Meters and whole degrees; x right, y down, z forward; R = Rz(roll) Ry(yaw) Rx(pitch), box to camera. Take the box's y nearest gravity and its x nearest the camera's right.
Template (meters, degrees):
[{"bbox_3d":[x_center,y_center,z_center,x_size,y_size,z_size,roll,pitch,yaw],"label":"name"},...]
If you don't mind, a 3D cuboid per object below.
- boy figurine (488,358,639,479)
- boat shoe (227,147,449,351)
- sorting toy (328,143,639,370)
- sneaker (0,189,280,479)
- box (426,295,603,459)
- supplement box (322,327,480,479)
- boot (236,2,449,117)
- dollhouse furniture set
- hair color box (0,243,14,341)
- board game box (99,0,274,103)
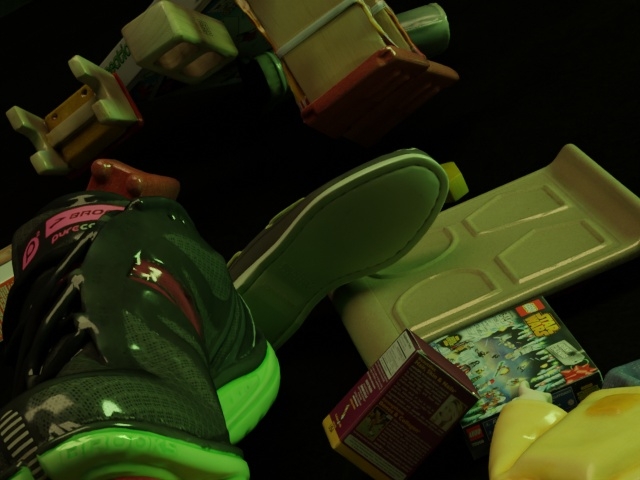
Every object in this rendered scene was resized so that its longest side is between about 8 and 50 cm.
[{"bbox_3d":[0.158,0.111,0.971,0.285,0.092,0.177,-31,24,-30],"label":"boy figurine"},{"bbox_3d":[0.000,0.000,1.336,0.227,0.081,0.069,-39,24,17],"label":"boat shoe"},{"bbox_3d":[0.114,0.003,1.364,0.229,0.041,0.307,-27,20,-1],"label":"sorting toy"},{"bbox_3d":[-0.143,0.077,1.088,0.185,0.202,0.483,-24,5,4],"label":"sneaker"},{"bbox_3d":[0.124,0.087,1.151,0.094,0.027,0.137,-22,20,-2],"label":"box"},{"bbox_3d":[0.049,0.106,1.098,0.083,0.055,0.043,-48,19,8],"label":"supplement box"},{"bbox_3d":[0.022,-0.201,1.908,0.208,0.076,0.189,-24,10,-12],"label":"boot"},{"bbox_3d":[-0.087,-0.136,1.691,0.374,0.201,0.152,-36,-19,18],"label":"dollhouse furniture set"},{"bbox_3d":[-0.313,0.060,1.631,0.167,0.053,0.093,-32,22,-27],"label":"hair color box"},{"bbox_3d":[-0.097,-0.240,1.883,0.193,0.053,0.305,-15,-12,-34],"label":"board game box"}]
